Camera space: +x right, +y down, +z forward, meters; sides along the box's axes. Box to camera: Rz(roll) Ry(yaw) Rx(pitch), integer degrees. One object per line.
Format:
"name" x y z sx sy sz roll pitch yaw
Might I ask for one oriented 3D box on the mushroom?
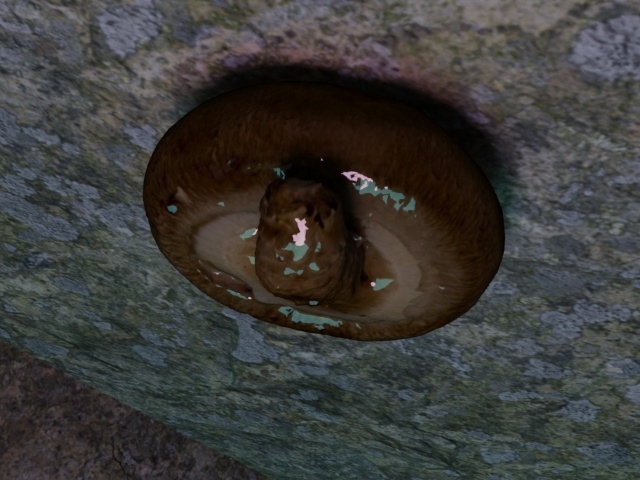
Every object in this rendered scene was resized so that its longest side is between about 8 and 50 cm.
"mushroom" 0.008 -0.020 0.922 0.345 0.239 0.345 34 161 14
